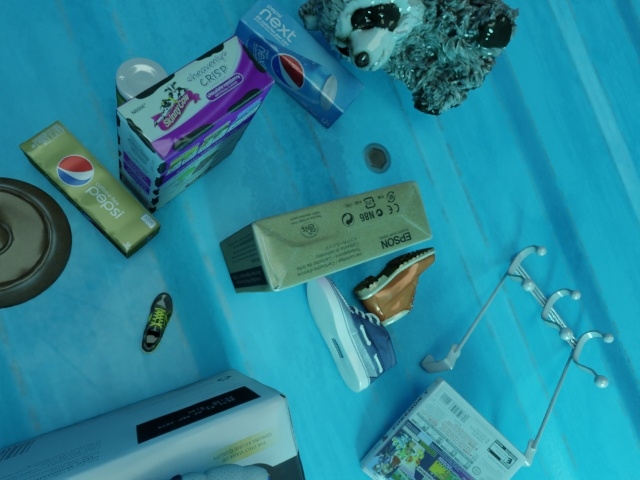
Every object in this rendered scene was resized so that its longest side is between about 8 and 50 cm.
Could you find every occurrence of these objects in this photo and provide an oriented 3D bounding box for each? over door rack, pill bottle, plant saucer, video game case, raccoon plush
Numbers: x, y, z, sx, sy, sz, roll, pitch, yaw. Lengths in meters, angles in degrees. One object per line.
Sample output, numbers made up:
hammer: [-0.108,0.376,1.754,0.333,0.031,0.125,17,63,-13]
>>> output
over door rack: [0.368,0.192,0.798,0.324,0.108,0.239,-41,96,-23]
pill bottle: [-0.238,-0.187,0.616,0.065,0.116,0.065,5,78,-22]
plant saucer: [-0.401,-0.001,0.564,0.169,0.029,0.168,4,79,-22]
video game case: [0.192,0.342,0.713,0.201,0.023,0.183,44,87,-10]
raccoon plush: [0.145,-0.410,0.803,0.299,0.216,0.446,28,41,-12]

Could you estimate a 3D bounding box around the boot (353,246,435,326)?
boot: [0.137,0.073,0.757,0.158,0.059,0.084,-34,97,-16]

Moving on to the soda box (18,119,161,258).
soda box: [-0.295,-0.063,0.600,0.181,0.061,0.058,48,67,-8]

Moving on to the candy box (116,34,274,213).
candy box: [-0.165,-0.130,0.572,0.159,0.233,0.071,-44,98,-24]

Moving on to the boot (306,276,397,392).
boot: [0.049,0.128,0.708,0.086,0.069,0.190,-25,98,-31]

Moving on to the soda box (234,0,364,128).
soda box: [-0.036,-0.285,0.745,0.210,0.067,0.071,39,68,-10]

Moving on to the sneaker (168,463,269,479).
sneaker: [-0.066,0.333,0.329,0.236,0.130,0.322,-23,88,-20]

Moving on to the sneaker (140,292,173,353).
sneaker: [-0.216,0.110,0.614,0.031,0.035,0.083,16,74,-19]

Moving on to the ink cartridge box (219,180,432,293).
ink cartridge box: [0.000,0.000,0.636,0.235,0.193,0.088,-17,89,-23]

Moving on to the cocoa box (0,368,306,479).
cocoa box: [-0.198,0.309,0.475,0.347,0.231,0.227,-14,88,-24]
